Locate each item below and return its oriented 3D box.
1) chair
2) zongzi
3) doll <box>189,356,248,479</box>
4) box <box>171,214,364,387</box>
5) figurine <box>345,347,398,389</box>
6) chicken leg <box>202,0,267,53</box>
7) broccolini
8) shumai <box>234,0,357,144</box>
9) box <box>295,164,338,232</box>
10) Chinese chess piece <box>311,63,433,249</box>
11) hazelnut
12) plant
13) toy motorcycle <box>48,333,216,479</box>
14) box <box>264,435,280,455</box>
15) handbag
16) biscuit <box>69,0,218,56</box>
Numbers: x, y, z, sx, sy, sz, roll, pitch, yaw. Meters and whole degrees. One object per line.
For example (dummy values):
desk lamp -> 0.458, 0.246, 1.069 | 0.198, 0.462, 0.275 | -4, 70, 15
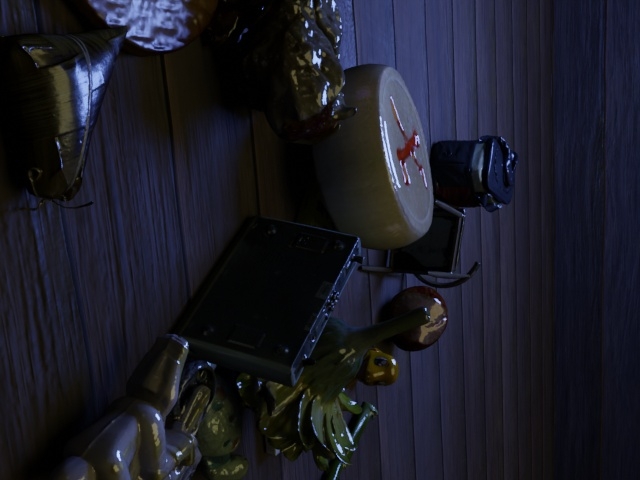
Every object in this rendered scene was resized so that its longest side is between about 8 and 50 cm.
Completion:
chair -> 0.224, 0.007, 1.668 | 0.272, 0.188, 0.166 | 19, 77, -57
zongzi -> -0.266, -0.141, 0.854 | 0.184, 0.084, 0.187 | -33, 125, -56
doll -> -0.157, 0.260, 1.101 | 0.103, 0.071, 0.214 | -27, 110, -51
box -> -0.067, 0.076, 1.116 | 0.045, 0.210, 0.270 | 83, 29, -44
figurine -> 0.079, 0.226, 1.417 | 0.122, 0.176, 0.121 | -7, 101, -44
chicken leg -> -0.078, -0.367, 1.183 | 0.304, 0.093, 0.113 | -50, 148, -41
broccolini -> 0.033, 0.456, 1.462 | 0.392, 0.073, 0.079 | -55, 145, -42
shumai -> -0.012, -0.255, 1.128 | 0.218, 0.185, 0.184 | -60, 162, 22
box -> 0.000, -0.001, 1.401 | 0.153, 0.041, 0.279 | 51, 48, -52
Chinese chess piece -> 0.098, -0.149, 1.387 | 0.338, 0.140, 0.338 | -12, 90, -70
hazelnut -> 0.213, 0.175, 1.721 | 0.143, 0.143, 0.154 | 27, 82, -59
plant -> -0.008, 0.190, 1.136 | 0.261, 0.297, 0.306 | -32, 100, -44
toy motorcycle -> -0.236, 0.279, 0.923 | 0.341, 0.107, 0.223 | -65, 151, -23
box -> -0.069, 0.273, 1.313 | 0.090, 0.024, 0.167 | -24, 112, -59
handbag -> 0.407, -0.169, 1.979 | 0.254, 0.181, 0.181 | 18, 76, -60
biscuit -> -0.225, -0.390, 0.949 | 0.318, 0.040, 0.318 | -6, 97, -59
